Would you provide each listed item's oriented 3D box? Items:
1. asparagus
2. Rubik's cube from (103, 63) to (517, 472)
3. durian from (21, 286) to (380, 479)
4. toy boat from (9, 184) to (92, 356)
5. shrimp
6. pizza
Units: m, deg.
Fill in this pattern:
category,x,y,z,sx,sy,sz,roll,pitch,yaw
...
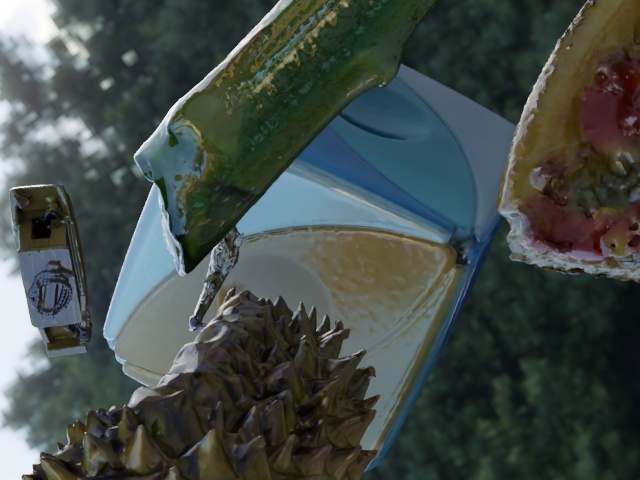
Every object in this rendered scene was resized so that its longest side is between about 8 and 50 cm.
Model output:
category,x,y,z,sx,sy,sz,roll,pitch,yaw
asparagus,0.006,-0.117,1.005,0.085,0.343,0.082,39,-162,-14
Rubik's cube,0.000,0.000,1.956,0.347,0.352,0.351,25,-148,5
durian,-0.068,0.132,1.079,0.341,0.191,0.112,-42,-46,-42
toy boat,-0.237,0.031,1.567,0.077,0.057,0.200,-101,6,-45
shrimp,-0.087,0.034,1.460,0.023,0.114,0.083,23,-124,-4
pizza,0.391,-0.089,1.481,0.406,0.440,0.130,34,159,11
